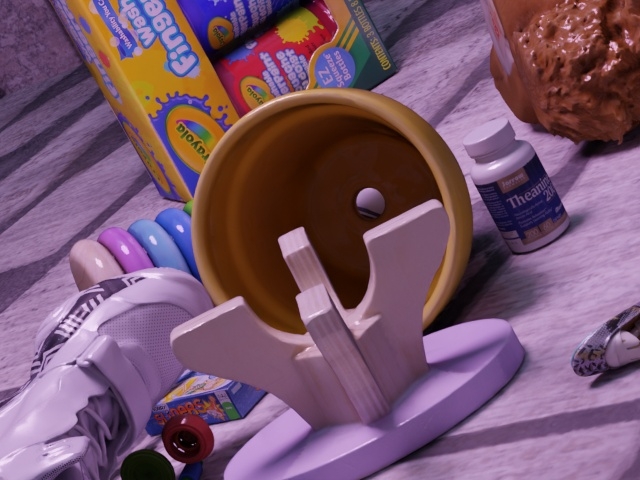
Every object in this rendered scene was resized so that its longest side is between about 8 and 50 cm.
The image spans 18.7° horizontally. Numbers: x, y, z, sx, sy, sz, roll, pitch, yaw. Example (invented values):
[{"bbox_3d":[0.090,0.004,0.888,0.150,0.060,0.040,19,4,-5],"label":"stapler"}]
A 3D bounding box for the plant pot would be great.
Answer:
[{"bbox_3d":[0.029,-0.022,1.855,0.254,0.254,0.239,-25,1,15],"label":"plant pot"}]

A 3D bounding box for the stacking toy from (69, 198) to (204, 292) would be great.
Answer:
[{"bbox_3d":[-0.117,-0.006,2.242,0.330,0.141,0.141,-29,15,-17],"label":"stacking toy"}]

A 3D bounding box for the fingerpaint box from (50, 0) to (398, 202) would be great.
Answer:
[{"bbox_3d":[-0.160,-0.336,2.746,0.371,0.445,0.163,-33,17,-17],"label":"fingerpaint box"}]

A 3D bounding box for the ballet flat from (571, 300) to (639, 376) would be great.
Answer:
[{"bbox_3d":[0.248,0.072,1.521,0.114,0.041,0.041,-35,17,-16],"label":"ballet flat"}]

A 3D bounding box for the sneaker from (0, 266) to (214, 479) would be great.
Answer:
[{"bbox_3d":[-0.195,0.169,1.654,0.366,0.137,0.210,-39,33,-24],"label":"sneaker"}]

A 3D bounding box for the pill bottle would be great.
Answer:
[{"bbox_3d":[0.185,-0.054,1.866,0.067,0.120,0.067,-27,16,8],"label":"pill bottle"}]

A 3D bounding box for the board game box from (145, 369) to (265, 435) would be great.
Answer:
[{"bbox_3d":[-0.079,0.116,1.950,0.136,0.035,0.201,-15,21,41],"label":"board game box"}]

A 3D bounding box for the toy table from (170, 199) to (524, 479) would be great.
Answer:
[{"bbox_3d":[0.016,0.092,1.634,0.274,0.161,0.252,-31,16,-9],"label":"toy table"}]

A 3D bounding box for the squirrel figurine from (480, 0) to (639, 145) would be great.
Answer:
[{"bbox_3d":[0.371,-0.272,2.086,0.370,0.281,0.397,-19,30,-1],"label":"squirrel figurine"}]

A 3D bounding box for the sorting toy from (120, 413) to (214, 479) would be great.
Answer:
[{"bbox_3d":[-0.131,0.193,1.757,0.102,0.061,0.042,-40,10,23],"label":"sorting toy"}]

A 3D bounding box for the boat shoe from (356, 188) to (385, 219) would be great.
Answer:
[{"bbox_3d":[0.000,0.000,2.077,0.301,0.108,0.102,5,68,43],"label":"boat shoe"}]
